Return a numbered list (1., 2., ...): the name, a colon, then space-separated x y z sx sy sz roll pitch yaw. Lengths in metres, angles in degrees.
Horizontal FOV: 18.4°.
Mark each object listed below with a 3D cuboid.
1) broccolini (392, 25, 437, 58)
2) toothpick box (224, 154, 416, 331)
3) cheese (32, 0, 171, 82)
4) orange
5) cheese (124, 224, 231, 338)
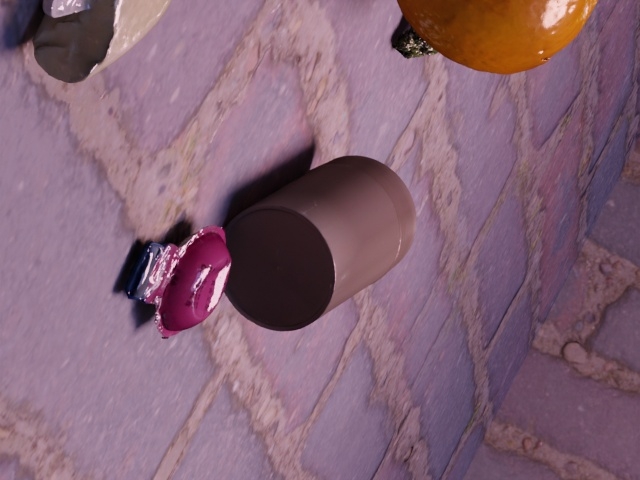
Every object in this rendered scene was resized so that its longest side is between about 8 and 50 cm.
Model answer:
1. broccolini: 0.120 -0.193 1.859 0.054 0.052 0.194 -65 166 14
2. toothpick box: 0.000 0.000 1.641 0.180 0.111 0.111 -33 145 -62
3. cheese: -0.102 -0.165 1.147 0.235 0.050 0.127 -36 146 -63
4. orange: 0.150 -0.247 1.604 0.219 0.193 0.219 -62 -172 15
5. cheese: -0.105 0.029 1.473 0.095 0.038 0.145 -67 159 2
